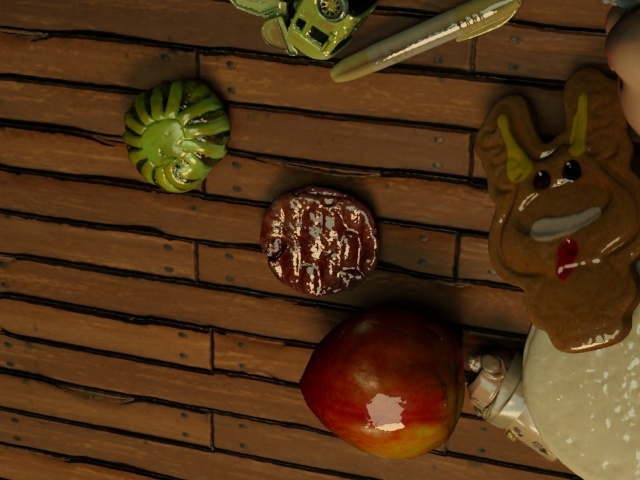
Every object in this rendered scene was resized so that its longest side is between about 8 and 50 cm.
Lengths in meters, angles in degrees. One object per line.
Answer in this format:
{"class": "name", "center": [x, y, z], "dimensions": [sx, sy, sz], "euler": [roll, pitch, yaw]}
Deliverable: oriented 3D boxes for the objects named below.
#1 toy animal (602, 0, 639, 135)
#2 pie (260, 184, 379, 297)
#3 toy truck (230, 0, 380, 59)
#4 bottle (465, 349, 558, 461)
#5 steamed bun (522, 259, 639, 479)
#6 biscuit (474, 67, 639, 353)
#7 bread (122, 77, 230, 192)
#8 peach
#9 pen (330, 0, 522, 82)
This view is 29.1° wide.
{"class": "toy animal", "center": [0.381, -0.205, 1.171], "dimensions": [0.221, 0.210, 0.229], "euler": [-15, 102, 19]}
{"class": "pie", "center": [0.000, 0.000, 1.478], "dimensions": [0.153, 0.038, 0.153], "euler": [6, 116, 13]}
{"class": "toy truck", "center": [-0.041, -0.272, 1.339], "dimensions": [0.191, 0.085, 0.116], "euler": [36, 129, 4]}
{"class": "bottle", "center": [0.236, 0.186, 1.457], "dimensions": [0.152, 0.099, 0.099], "euler": [30, 120, 8]}
{"class": "steamed bun", "center": [0.364, 0.135, 1.323], "dimensions": [0.283, 0.177, 0.283], "euler": [0, 91, 29]}
{"class": "biscuit", "center": [0.257, -0.031, 1.278], "dimensions": [0.186, 0.044, 0.295], "euler": [-21, 67, 26]}
{"class": "bread", "center": [-0.171, -0.123, 1.460], "dimensions": [0.139, 0.071, 0.130], "euler": [-25, 99, 26]}
{"class": "peach", "center": [0.072, 0.165, 1.450], "dimensions": [0.197, 0.197, 0.197], "euler": [7, 116, 15]}
{"class": "pen", "center": [0.114, -0.219, 1.343], "dimensions": [0.233, 0.032, 0.040], "euler": [-20, 129, 27]}
